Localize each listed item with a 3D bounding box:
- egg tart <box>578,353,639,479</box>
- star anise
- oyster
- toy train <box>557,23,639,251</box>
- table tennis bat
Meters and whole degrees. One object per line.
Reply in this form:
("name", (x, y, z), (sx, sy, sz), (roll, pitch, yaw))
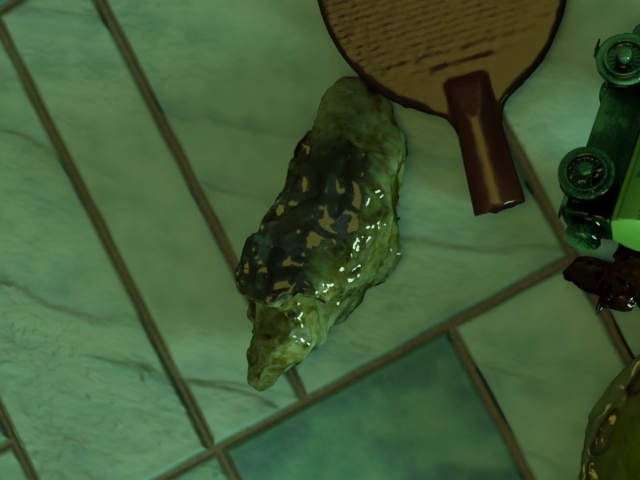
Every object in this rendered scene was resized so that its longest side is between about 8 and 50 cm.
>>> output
("egg tart", (0.427, 0.267, 1.804), (0.388, 0.169, 0.388), (3, 98, 21))
("star anise", (0.339, 0.054, 1.882), (0.144, 0.158, 0.140), (37, 116, -20))
("oyster", (-0.003, -0.002, 1.964), (0.166, 0.110, 0.341), (34, 89, 8))
("toy train", (0.328, -0.094, 1.826), (0.157, 0.105, 0.253), (15, 66, 19))
("table tennis bat", (0.138, -0.231, 1.941), (0.268, 0.051, 0.415), (-15, 87, 13))
